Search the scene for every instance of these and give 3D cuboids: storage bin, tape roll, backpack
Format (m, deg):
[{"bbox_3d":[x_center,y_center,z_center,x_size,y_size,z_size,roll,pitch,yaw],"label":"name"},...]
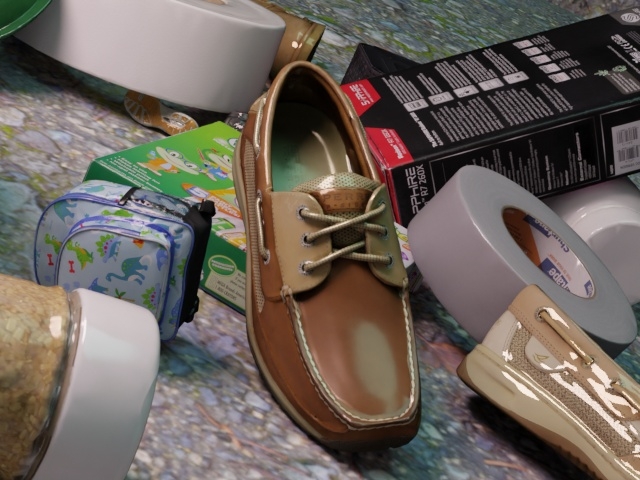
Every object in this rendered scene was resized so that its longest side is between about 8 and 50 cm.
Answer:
[{"bbox_3d":[0.117,-0.160,1.800,0.180,0.084,0.122,20,21,-17],"label":"storage bin"},{"bbox_3d":[0.183,0.033,1.338,0.219,0.072,0.219,36,23,-18],"label":"tape roll"},{"bbox_3d":[-0.145,0.013,1.045,0.114,0.105,0.084,17,22,10],"label":"backpack"},{"bbox_3d":[-0.182,-0.229,1.553,0.286,0.100,0.286,19,13,-5],"label":"tape roll"}]

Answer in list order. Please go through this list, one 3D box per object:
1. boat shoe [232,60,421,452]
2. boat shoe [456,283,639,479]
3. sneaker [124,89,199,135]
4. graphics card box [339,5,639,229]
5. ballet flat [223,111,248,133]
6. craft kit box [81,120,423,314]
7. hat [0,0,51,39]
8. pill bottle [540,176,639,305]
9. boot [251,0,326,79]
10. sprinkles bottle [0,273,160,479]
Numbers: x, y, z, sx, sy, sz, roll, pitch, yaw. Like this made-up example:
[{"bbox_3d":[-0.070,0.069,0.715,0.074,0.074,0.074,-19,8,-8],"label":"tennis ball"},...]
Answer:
[{"bbox_3d":[0.000,0.000,1.100,0.123,0.120,0.324,-6,53,-16],"label":"boat shoe"},{"bbox_3d":[0.259,0.151,1.116,0.341,0.110,0.122,35,-1,29],"label":"boat shoe"},{"bbox_3d":[-0.158,-0.123,1.477,0.083,0.032,0.037,32,5,10],"label":"sneaker"},{"bbox_3d":[0.219,-0.133,1.575,0.371,0.094,0.233,-17,29,-6],"label":"graphics card box"},{"bbox_3d":[-0.031,-0.085,1.523,0.173,0.049,0.057,20,-7,-29],"label":"ballet flat"},{"bbox_3d":[-0.048,-0.010,1.287,0.250,0.061,0.247,30,18,13],"label":"craft kit box"},{"bbox_3d":[-0.343,-0.287,1.344,0.173,0.183,0.208,-35,43,-20],"label":"hat"},{"bbox_3d":[0.282,-0.023,1.587,0.131,0.131,0.229,18,21,-18],"label":"pill bottle"},{"bbox_3d":[-0.135,-0.277,1.802,0.270,0.089,0.236,23,8,-7],"label":"boot"},{"bbox_3d":[-0.269,0.046,0.792,0.355,0.121,0.121,18,22,-19],"label":"sprinkles bottle"}]
